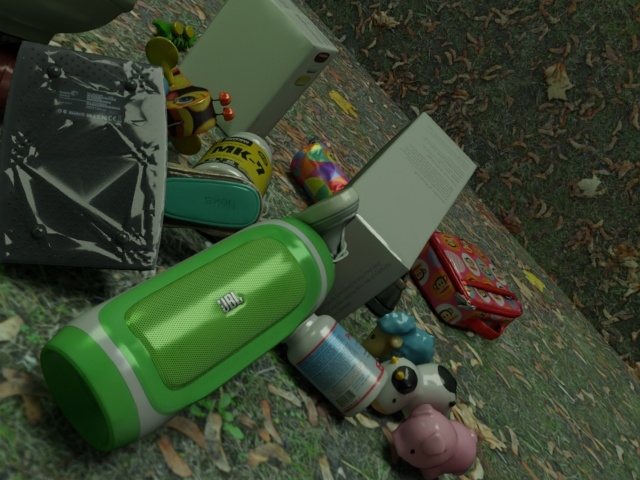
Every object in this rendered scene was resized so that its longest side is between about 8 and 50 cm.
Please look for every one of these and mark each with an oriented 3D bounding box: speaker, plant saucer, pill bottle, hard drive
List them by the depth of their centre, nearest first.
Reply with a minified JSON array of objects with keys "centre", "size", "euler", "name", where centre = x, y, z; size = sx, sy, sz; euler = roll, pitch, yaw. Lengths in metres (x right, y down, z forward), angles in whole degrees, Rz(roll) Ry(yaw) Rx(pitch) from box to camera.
[{"centre":[-0.118,0.080,0.613],"size":[0.131,0.131,0.296],"euler":[49,47,10],"name":"speaker"},{"centre":[-0.263,-0.089,0.677],"size":[0.172,0.054,0.254],"euler":[4,72,-23],"name":"hard drive"},{"centre":[-0.445,-0.324,0.749],"size":[0.401,0.100,0.400],"euler":[16,9,-3],"name":"plant saucer"},{"centre":[0.011,0.162,0.842],"size":[0.160,0.087,0.087],"euler":[45,24,-1],"name":"pill bottle"},{"centre":[-0.144,-0.101,0.981],"size":[0.119,0.119,0.208],"euler":[39,24,-13],"name":"pill bottle"}]

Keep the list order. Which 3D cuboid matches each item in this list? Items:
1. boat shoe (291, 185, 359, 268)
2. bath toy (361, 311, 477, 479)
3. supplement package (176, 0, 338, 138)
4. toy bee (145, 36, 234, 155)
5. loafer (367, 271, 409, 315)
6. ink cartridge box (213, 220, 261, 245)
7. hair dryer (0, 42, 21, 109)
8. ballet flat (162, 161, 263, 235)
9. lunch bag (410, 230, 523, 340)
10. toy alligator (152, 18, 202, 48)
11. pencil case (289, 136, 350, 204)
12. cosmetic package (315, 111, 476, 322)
[{"centre":[-0.001,0.001,0.760],"size":[0.079,0.227,0.081],"euler":[-31,88,-28],"name":"boat shoe"},{"centre":[0.161,0.269,0.864],"size":[0.152,0.129,0.348],"euler":[-4,42,-15],"name":"bath toy"},{"centre":[-0.135,-0.369,1.250],"size":[0.204,0.262,0.145],"euler":[48,24,6],"name":"supplement package"},{"centre":[-0.225,-0.205,0.969],"size":[0.195,0.162,0.298],"euler":[91,-17,-58],"name":"toy bee"},{"centre":[0.152,0.061,1.235],"size":[0.096,0.084,0.267],"euler":[41,24,-9],"name":"loafer"},{"centre":[-0.106,0.065,0.823],"size":[0.134,0.078,0.231],"euler":[46,24,0],"name":"ink cartridge box"},{"centre":[-0.438,-0.234,0.813],"size":[0.224,0.080,0.294],"euler":[36,12,38],"name":"hair dryer"},{"centre":[-0.234,-0.063,0.784],"size":[0.316,0.107,0.106],"euler":[14,1,-21],"name":"ballet flat"},{"centre":[0.353,0.120,1.439],"size":[0.293,0.120,0.258],"euler":[16,41,-46],"name":"lunch bag"},{"centre":[-0.317,-0.463,1.380],"size":[0.190,0.056,0.051],"euler":[-14,104,-64],"name":"toy alligator"},{"centre":[0.029,-0.106,1.284],"size":[0.104,0.104,0.236],"euler":[-1,54,-59],"name":"pencil case"},{"centre":[0.105,-0.049,1.056],"size":[0.156,0.217,0.385],"euler":[44,44,-3],"name":"cosmetic package"}]
